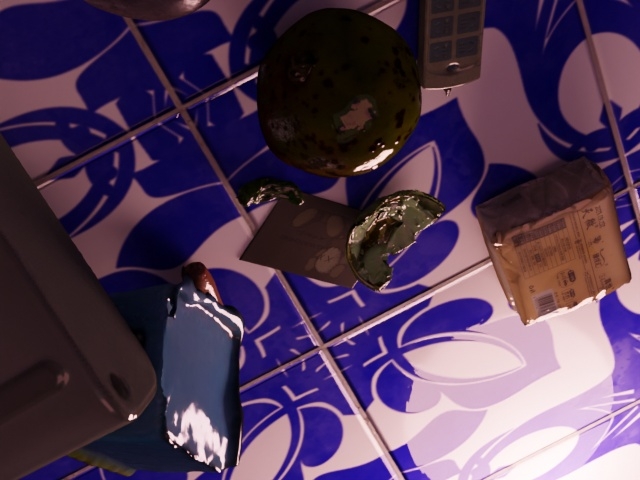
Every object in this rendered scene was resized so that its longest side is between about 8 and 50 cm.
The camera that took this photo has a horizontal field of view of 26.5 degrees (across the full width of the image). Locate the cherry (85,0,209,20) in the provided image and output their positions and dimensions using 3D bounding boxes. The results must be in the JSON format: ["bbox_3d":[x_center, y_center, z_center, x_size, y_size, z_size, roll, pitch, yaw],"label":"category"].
[{"bbox_3d":[-0.180,-0.302,1.391,0.176,0.140,0.176,4,136,4],"label":"cherry"}]

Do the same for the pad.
[{"bbox_3d":[0.000,0.000,1.831,0.190,0.004,0.127,16,121,-33],"label":"pad"}]

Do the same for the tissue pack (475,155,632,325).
[{"bbox_3d":[0.332,0.004,1.920,0.186,0.090,0.222,-25,134,3],"label":"tissue pack"}]

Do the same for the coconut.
[{"bbox_3d":[0.091,-0.015,1.816,0.158,0.055,0.133,-42,131,13],"label":"coconut"}]

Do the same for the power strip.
[{"bbox_3d":[0.159,-0.264,1.646,0.079,0.029,0.227,-14,134,-12],"label":"power strip"}]

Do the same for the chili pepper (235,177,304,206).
[{"bbox_3d":[-0.065,-0.061,1.735,0.091,0.034,0.030,-3,163,-21],"label":"chili pepper"}]

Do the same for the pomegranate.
[{"bbox_3d":[0.024,-0.174,1.586,0.198,0.246,0.198,3,107,10],"label":"pomegranate"}]

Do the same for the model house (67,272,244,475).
[{"bbox_3d":[-0.264,0.188,1.711,0.303,0.216,0.237,-10,158,16],"label":"model house"}]

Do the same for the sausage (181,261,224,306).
[{"bbox_3d":[-0.145,0.095,1.824,0.043,0.043,0.186,-22,134,-4],"label":"sausage"}]

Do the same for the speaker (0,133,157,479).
[{"bbox_3d":[-0.369,0.056,1.482,0.184,0.183,0.406,-31,96,12],"label":"speaker"}]
